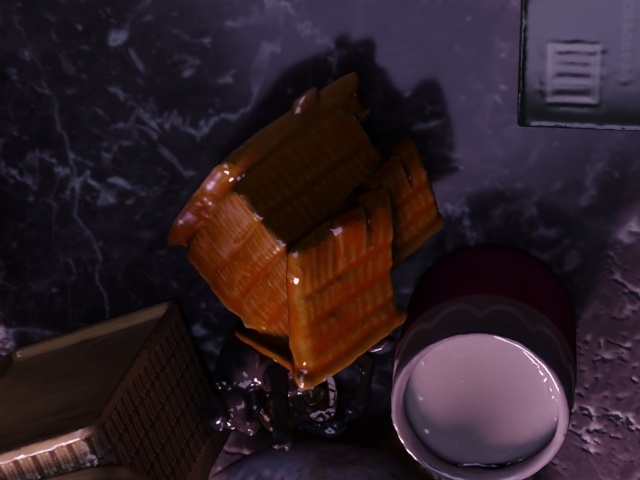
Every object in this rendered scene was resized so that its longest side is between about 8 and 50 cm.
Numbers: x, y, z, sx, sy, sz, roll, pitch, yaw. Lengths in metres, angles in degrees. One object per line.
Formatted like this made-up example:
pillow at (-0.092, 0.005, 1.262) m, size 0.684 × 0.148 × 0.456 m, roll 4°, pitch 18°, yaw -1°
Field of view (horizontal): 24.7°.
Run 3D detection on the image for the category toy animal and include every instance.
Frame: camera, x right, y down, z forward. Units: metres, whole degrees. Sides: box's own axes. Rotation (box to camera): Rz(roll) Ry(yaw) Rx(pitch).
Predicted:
toy animal at (-0.019, 0.119, 1.461) m, size 0.232 × 0.084 × 0.148 m, roll -45°, pitch 61°, yaw 4°

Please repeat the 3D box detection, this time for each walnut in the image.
walnut at (-0.028, 0.153, 1.538) m, size 0.091 × 0.052 × 0.121 m, roll -20°, pitch 95°, yaw 6°

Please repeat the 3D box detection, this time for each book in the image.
book at (0.367, -0.220, 1.324) m, size 0.371 × 0.043 × 0.260 m, roll 4°, pitch 115°, yaw 10°

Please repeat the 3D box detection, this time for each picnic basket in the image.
picnic basket at (-0.243, 0.221, 1.467) m, size 0.228 × 0.313 × 0.175 m, roll -17°, pitch 106°, yaw 16°

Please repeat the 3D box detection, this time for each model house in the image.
model house at (-0.001, -0.002, 1.393) m, size 0.229 × 0.199 × 0.219 m, roll 55°, pitch 157°, yaw 5°

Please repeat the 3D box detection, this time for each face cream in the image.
face cream at (0.159, 0.119, 1.414) m, size 0.175 × 0.195 × 0.175 m, roll 4°, pitch 115°, yaw 8°

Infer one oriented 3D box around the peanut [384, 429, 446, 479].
peanut at (0.138, 0.286, 1.541) m, size 0.108 × 0.095 × 0.226 m, roll -23°, pitch 105°, yaw 11°

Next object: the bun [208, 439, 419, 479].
bun at (-0.002, 0.365, 1.470) m, size 0.354 × 0.354 × 0.194 m, roll -38°, pitch 142°, yaw 22°
